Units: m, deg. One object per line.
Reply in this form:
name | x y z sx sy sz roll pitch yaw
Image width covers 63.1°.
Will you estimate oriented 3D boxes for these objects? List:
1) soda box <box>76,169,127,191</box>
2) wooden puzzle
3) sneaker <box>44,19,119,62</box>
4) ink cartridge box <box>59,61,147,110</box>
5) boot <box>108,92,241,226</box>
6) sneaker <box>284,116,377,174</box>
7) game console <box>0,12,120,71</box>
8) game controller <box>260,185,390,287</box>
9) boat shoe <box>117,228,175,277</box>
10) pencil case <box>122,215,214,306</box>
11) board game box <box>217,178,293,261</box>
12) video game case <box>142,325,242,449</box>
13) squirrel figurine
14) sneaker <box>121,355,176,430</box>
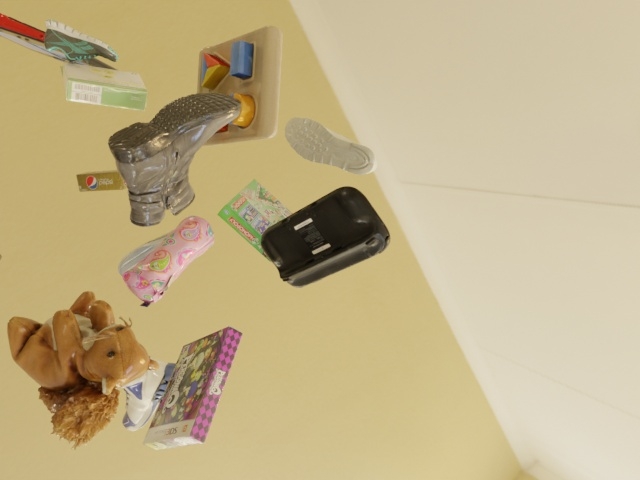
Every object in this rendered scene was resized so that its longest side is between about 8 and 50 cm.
soda box | -0.718 -0.200 1.740 0.182 0.058 0.061 -1 -74 18
wooden puzzle | -0.269 -0.456 1.562 0.348 0.081 0.321 4 -89 40
sneaker | -0.557 -0.443 1.211 0.167 0.076 0.065 20 7 -15
ink cartridge box | -0.526 -0.390 1.255 0.235 0.171 0.056 55 -45 43
boot | -0.319 -0.192 1.207 0.118 0.338 0.222 33 -38 32
sneaker | 0.024 -0.219 1.240 0.235 0.090 0.095 29 15 7
game console | -0.865 -0.611 1.625 0.342 0.060 0.386 24 6 7
game controller | 0.000 0.000 1.165 0.319 0.067 0.166 -26 -84 38
boat shoe | -0.540 0.040 1.764 0.094 0.302 0.109 3 -60 59
pencil case | -0.414 0.052 1.455 0.124 0.284 0.124 18 -45 19
board game box | -0.188 -0.075 1.674 0.213 0.046 0.317 42 22 -7
video game case | -0.264 0.307 1.079 0.042 0.232 0.210 36 -40 -25
squirrel figurine | -0.651 0.371 1.499 0.371 0.281 0.396 8 -81 24
sneaker | -0.594 0.469 1.703 0.182 0.315 0.127 32 28 -15
